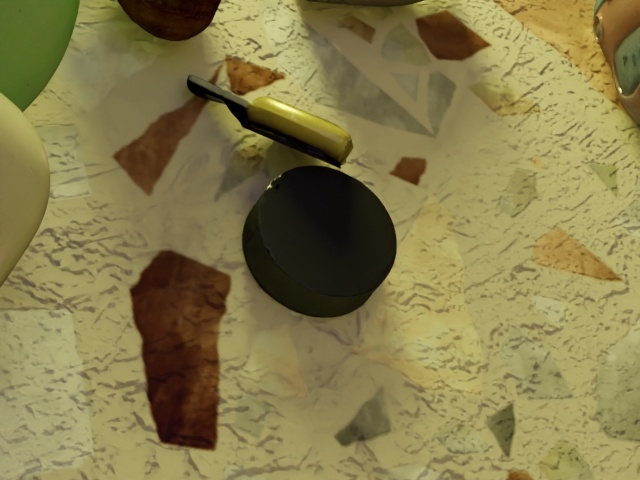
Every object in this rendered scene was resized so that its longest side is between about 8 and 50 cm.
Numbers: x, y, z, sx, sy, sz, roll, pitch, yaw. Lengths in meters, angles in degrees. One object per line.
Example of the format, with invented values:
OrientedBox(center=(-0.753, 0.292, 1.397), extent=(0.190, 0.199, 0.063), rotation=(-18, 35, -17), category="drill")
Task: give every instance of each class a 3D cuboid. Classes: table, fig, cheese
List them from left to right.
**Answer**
OrientedBox(center=(-0.172, -0.277, 1.107), extent=(0.201, 0.134, 0.146), rotation=(22, 46, -2), category="fig")
OrientedBox(center=(-0.049, -0.113, 1.107), extent=(0.162, 0.086, 0.036), rotation=(24, 92, 6), category="cheese")
OrientedBox(center=(0.000, 0.000, 1.073), extent=(0.133, 0.043, 0.133), rotation=(11, 58, -19), category="table")

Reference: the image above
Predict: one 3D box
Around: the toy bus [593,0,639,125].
OrientedBox(center=(0.446, -0.196, 1.312), extent=(0.294, 0.197, 0.232), rotation=(14, 68, -20), category="toy bus")

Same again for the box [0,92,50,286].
OrientedBox(center=(-0.363, 0.005, 0.760), extent=(0.288, 0.141, 0.349), rotation=(36, 85, -17), category="box")

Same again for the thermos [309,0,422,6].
OrientedBox(center=(0.069, -0.299, 1.251), extent=(0.193, 0.105, 0.137), rotation=(-1, 32, -30), category="thermos")

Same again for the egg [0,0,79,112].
OrientedBox(center=(-0.302, -0.190, 0.933), extent=(0.220, 0.220, 0.270), rotation=(24, 66, -11), category="egg")
